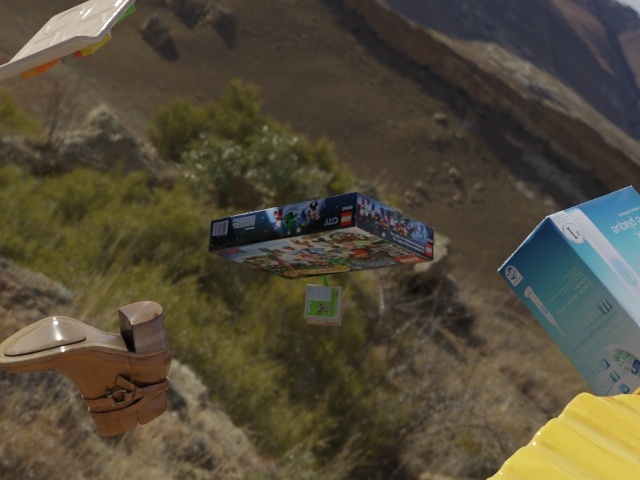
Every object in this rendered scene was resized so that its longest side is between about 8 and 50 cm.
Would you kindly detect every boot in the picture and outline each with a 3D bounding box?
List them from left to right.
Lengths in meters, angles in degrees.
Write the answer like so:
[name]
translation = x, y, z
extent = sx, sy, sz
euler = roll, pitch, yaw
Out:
[boot]
translation = -0.384, 0.229, 1.563
extent = 0.283, 0.220, 0.109
euler = -16, 34, -29

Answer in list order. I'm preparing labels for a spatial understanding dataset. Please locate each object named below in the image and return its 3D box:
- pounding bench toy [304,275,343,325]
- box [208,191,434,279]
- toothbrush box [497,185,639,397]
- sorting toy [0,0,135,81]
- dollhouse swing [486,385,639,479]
[pounding bench toy]
translation = 0.007, 0.083, 1.406
extent = 0.052, 0.083, 0.065
euler = 3, -10, 5
[box]
translation = 0.000, 0.000, 1.157
extent = 0.159, 0.233, 0.044
euler = 23, 66, -47
[toothbrush box]
translation = 0.422, 0.091, 1.261
extent = 0.216, 0.126, 0.295
euler = -16, 63, -39
[sorting toy]
translation = -0.330, -0.283, 1.276
extent = 0.038, 0.193, 0.208
euler = 61, 34, -27
[dollhouse swing]
translation = 0.229, 0.099, 0.409
extent = 0.315, 0.305, 0.347
euler = 30, 41, 33
